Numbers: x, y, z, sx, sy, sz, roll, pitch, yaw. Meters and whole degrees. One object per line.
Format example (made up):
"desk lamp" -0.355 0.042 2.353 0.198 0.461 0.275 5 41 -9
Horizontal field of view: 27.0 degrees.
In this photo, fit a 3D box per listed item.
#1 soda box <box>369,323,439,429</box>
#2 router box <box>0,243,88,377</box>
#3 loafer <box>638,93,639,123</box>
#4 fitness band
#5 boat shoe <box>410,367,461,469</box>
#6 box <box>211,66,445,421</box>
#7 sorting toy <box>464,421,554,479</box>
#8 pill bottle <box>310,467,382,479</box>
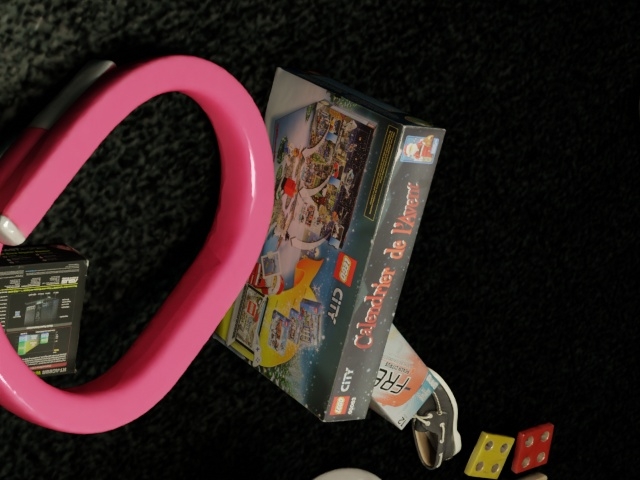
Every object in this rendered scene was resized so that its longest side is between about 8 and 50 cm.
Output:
"soda box" 0.032 0.089 1.166 0.058 0.063 0.183 -49 133 -10
"router box" -0.230 0.054 0.947 0.122 0.038 0.092 -4 112 -38
"loafer" 0.404 -0.175 1.334 0.220 0.078 0.080 -41 131 -17
"fitness band" -0.137 -0.002 0.945 0.291 0.054 0.209 -55 131 -27
"boat shoe" 0.104 0.171 1.281 0.038 0.046 0.125 -39 139 -25
"box" 0.000 0.000 1.028 0.044 0.159 0.233 1 110 -40
"sorting toy" 0.168 0.301 1.395 0.132 0.046 0.275 -13 119 -35
"pill bottle" 0.047 0.308 1.253 0.112 0.112 0.187 -43 131 -15
